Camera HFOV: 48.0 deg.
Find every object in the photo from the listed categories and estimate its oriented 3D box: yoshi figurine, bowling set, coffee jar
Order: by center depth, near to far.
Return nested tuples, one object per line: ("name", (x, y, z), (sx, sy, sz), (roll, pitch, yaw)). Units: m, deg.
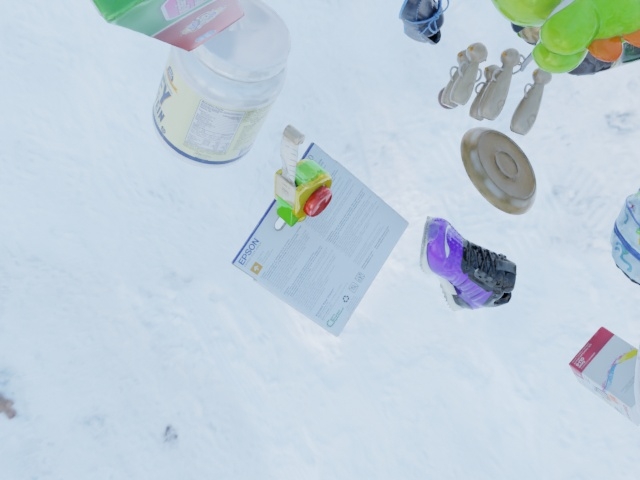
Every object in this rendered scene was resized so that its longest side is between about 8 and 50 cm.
("yoshi figurine", (0.334, -0.355, 0.851), (0.362, 0.203, 0.203), (-47, 128, -19))
("coffee jar", (0.454, -0.305, 1.091), (0.185, 0.096, 0.079), (-19, 105, -20))
("bowling set", (0.336, -0.348, 1.544), (0.287, 0.200, 0.154), (14, 101, -43))

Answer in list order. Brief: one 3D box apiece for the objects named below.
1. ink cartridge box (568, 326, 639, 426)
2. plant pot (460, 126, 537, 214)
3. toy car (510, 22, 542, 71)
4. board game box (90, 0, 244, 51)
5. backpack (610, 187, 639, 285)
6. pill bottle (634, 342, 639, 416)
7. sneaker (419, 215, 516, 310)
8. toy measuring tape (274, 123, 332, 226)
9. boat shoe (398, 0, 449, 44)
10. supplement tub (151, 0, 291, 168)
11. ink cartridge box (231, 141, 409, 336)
("ink cartridge box", (0.701, 0.316, 1.678), (0.127, 0.176, 0.128), (-47, 136, -5))
("plant pot", (0.424, -0.170, 1.673), (0.236, 0.032, 0.236), (18, 56, -28))
("toy car", (0.353, -0.376, 1.204), (0.188, 0.149, 0.155), (-60, 137, -29))
("board game box", (-0.146, -0.251, 0.469), (0.064, 0.316, 0.242), (-31, 103, 4))
("backpack", (0.758, 0.004, 1.416), (0.356, 0.290, 0.273), (1, 131, 9))
("pill bottle", (0.443, 0.145, 0.712), (0.222, 0.124, 0.124), (7, 88, 10))
("sneaker", (0.281, 0.042, 1.312), (0.146, 0.293, 0.102), (1, 63, 28))
("toy measuring tape", (-0.029, -0.136, 1.390), (0.122, 0.330, 0.121), (2, 61, -3))
("boat shoe", (0.231, -0.489, 1.540), (0.089, 0.258, 0.109), (31, 101, 9))
("supplement tub", (-0.207, -0.324, 1.486), (0.236, 0.325, 0.235), (11, 58, -19))
("ink cartridge box", (0.000, 0.000, 1.628), (0.330, 0.071, 0.324), (38, 80, -26))
